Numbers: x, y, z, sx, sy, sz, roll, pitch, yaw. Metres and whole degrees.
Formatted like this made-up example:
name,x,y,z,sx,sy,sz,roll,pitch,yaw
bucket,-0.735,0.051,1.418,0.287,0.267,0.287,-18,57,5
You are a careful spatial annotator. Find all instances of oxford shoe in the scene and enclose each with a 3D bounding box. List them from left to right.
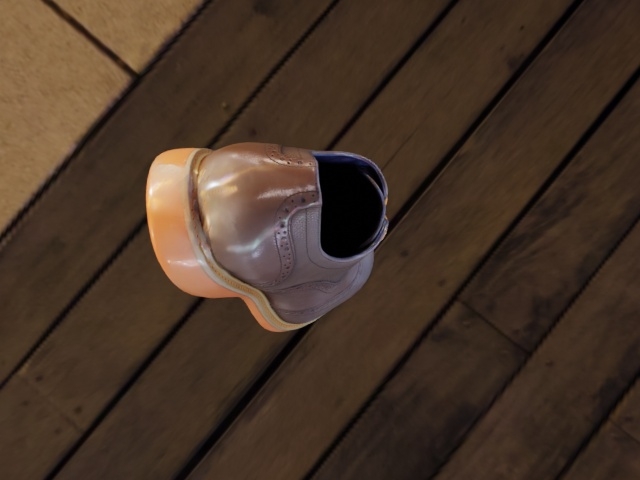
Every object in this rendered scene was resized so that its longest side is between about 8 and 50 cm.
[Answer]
name,x,y,z,sx,sy,sz,roll,pitch,yaw
oxford shoe,0.000,0.000,0.886,0.132,0.363,0.130,-10,83,17
